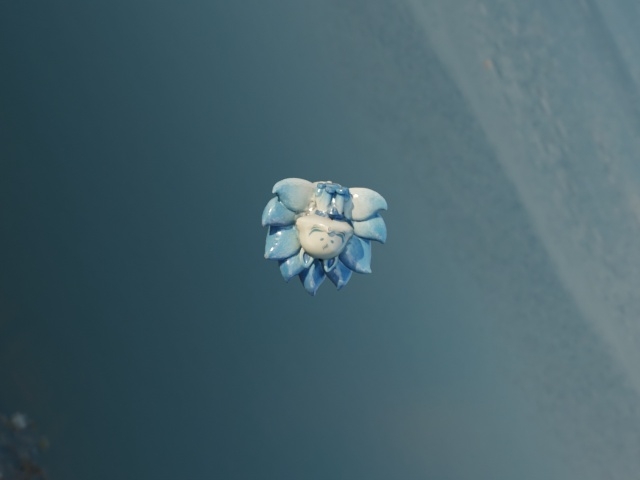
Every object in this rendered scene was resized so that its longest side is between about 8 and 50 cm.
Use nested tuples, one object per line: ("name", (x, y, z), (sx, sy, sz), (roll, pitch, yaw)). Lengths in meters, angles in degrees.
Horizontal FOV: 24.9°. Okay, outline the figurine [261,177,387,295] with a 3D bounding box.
("figurine", (0.000, 0.000, 1.256), (0.114, 0.114, 0.079), (57, -3, -21))
